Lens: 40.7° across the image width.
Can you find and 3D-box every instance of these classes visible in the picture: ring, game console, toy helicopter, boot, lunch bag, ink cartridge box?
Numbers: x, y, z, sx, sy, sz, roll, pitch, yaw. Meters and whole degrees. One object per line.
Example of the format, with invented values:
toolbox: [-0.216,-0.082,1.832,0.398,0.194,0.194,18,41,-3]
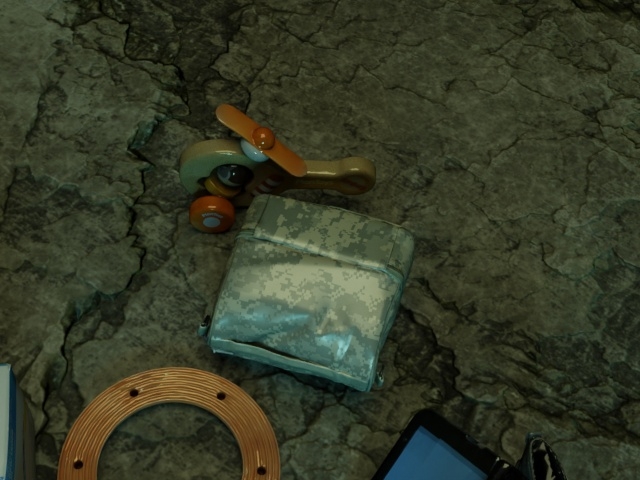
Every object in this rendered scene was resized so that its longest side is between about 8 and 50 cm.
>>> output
ring: [-0.229,0.353,1.321,0.337,0.032,0.336,4,56,-5]
game console: [0.128,0.391,1.159,0.173,0.250,0.293,33,86,11]
toy helicopter: [-0.074,-0.131,1.538,0.355,0.235,0.140,1,56,-7]
boot: [0.305,0.428,1.217,0.091,0.229,0.263,-6,58,-14]
lunch bag: [-0.020,0.094,1.408,0.305,0.212,0.256,16,55,4]
ink cartridge box: [-0.500,0.299,1.200,0.171,0.232,0.168,-5,59,-11]
